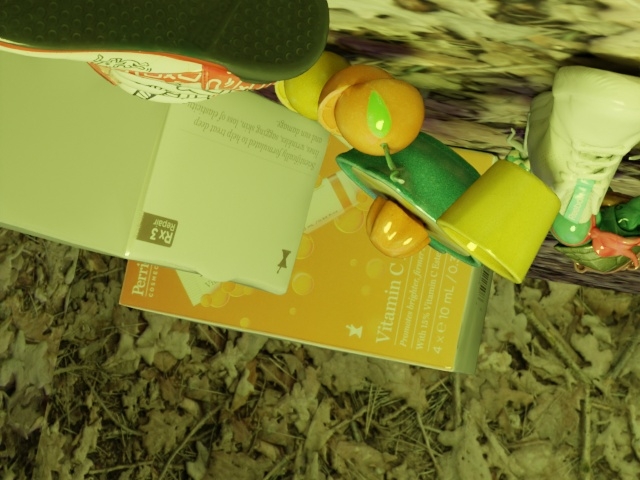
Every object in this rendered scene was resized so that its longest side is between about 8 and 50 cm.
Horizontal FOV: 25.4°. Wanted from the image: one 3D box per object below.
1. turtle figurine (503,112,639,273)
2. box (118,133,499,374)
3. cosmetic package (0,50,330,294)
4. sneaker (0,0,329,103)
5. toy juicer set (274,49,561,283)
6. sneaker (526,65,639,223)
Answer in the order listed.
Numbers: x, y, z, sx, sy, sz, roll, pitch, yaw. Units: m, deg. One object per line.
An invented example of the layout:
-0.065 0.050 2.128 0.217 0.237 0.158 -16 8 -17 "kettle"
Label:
0.228 -0.031 1.145 0.175 0.118 0.234 9 -179 29 "turtle figurine"
0.000 0.000 1.448 0.345 0.215 0.168 10 176 14 "box"
-0.214 -0.078 1.187 0.385 0.156 0.217 13 178 31 "cosmetic package"
-0.143 -0.134 0.798 0.270 0.090 0.145 10 175 -25 "sneaker"
0.041 -0.050 1.053 0.209 0.089 0.329 37 177 -7 "toy juicer set"
0.180 -0.059 0.946 0.080 0.094 0.212 13 176 0 "sneaker"
